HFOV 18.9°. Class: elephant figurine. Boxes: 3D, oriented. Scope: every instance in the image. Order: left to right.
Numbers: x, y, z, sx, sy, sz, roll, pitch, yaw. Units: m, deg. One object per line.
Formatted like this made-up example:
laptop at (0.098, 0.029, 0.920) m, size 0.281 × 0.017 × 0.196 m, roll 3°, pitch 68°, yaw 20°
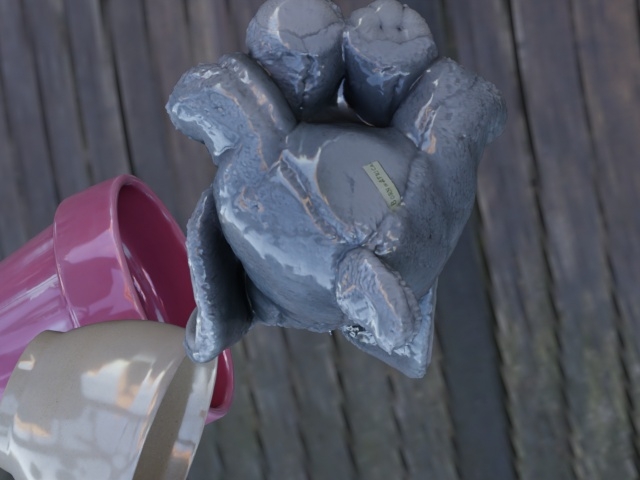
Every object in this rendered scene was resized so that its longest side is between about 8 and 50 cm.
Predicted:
elephant figurine at (0.000, 0.000, 0.983) m, size 0.169 × 0.186 × 0.239 m, roll 35°, pitch 148°, yaw 11°

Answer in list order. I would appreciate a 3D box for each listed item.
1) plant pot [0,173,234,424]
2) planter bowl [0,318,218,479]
plant pot at (-0.187, 0.075, 1.470) m, size 0.180 × 0.201 × 0.201 m, roll -24°, pitch 80°, yaw 12°
planter bowl at (-0.147, 0.120, 1.259) m, size 0.109 × 0.162 × 0.162 m, roll 18°, pitch 116°, yaw 9°
